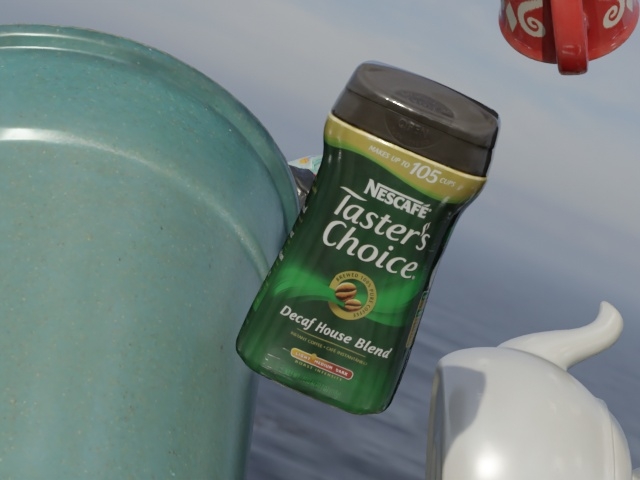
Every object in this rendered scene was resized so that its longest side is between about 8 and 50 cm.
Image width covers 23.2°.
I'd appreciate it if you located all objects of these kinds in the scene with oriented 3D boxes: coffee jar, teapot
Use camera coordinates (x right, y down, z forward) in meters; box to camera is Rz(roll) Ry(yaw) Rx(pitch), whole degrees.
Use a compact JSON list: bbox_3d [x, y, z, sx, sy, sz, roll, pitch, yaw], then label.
[{"bbox_3d":[0.028,-0.003,0.861,0.096,0.184,0.079,22,12,3],"label":"coffee jar"},{"bbox_3d":[0.188,0.216,1.336,0.187,0.256,0.252,4,27,0],"label":"teapot"}]

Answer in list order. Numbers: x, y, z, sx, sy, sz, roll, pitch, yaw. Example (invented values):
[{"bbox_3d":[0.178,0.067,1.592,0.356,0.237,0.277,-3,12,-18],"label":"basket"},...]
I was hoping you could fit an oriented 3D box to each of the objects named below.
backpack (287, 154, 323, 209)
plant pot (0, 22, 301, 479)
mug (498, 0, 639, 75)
[{"bbox_3d":[0.000,0.000,1.237,0.152,0.115,0.182,-19,-22,38],"label":"backpack"},{"bbox_3d":[-0.180,0.103,0.946,0.341,0.341,0.334,21,39,-19],"label":"plant pot"},{"bbox_3d":[0.194,-0.222,1.188,0.150,0.113,0.169,58,-10,38],"label":"mug"}]
